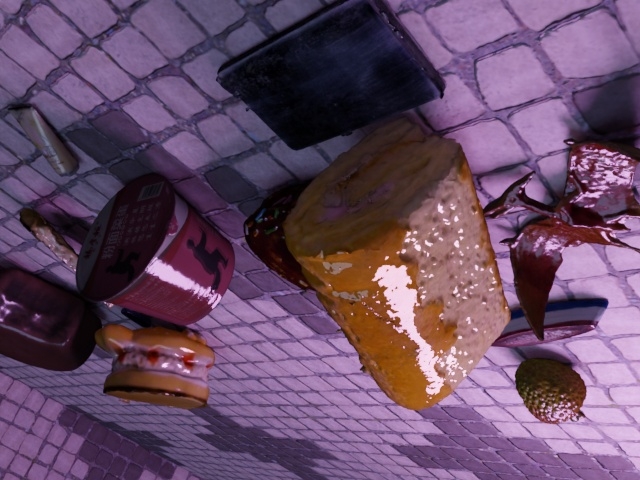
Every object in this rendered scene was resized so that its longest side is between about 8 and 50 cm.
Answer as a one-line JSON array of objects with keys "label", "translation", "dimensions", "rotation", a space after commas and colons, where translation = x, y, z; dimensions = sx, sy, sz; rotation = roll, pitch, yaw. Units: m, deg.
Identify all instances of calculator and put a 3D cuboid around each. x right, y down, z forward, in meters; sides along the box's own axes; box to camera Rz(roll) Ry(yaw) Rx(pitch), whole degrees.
[{"label": "calculator", "translation": [0.004, -0.190, 0.790], "dimensions": [0.262, 0.021, 0.161], "rotation": [-11, 137, 42]}]

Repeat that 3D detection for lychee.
[{"label": "lychee", "translation": [0.412, 0.270, 1.174], "dimensions": [0.146, 0.114, 0.114], "rotation": [42, 148, 2]}]

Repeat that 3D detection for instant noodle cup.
[{"label": "instant noodle cup", "translation": [-0.270, 0.031, 1.117], "dimensions": [0.235, 0.234, 0.178], "rotation": [-7, 148, 38]}]

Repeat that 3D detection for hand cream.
[{"label": "hand cream", "translation": [-0.454, -0.164, 1.094], "dimensions": [0.061, 0.039, 0.143], "rotation": [3, 140, 31]}]

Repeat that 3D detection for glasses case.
[{"label": "glasses case", "translation": [-0.463, 0.191, 1.658], "dimensions": [0.034, 0.023, 0.083], "rotation": [-19, 131, 44]}]

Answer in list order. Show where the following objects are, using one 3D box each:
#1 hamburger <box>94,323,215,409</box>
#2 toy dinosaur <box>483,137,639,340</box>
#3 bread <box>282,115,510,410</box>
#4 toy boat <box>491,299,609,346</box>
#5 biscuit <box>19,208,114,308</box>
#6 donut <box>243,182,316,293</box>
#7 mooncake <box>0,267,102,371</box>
[{"label": "hamburger", "translation": [-0.416, 0.309, 1.644], "dimensions": [0.303, 0.186, 0.261], "rotation": [12, 157, -23]}, {"label": "toy dinosaur", "translation": [0.316, -0.010, 0.796], "dimensions": [0.207, 0.112, 0.327], "rotation": [31, 146, -16]}, {"label": "bread", "translation": [0.113, 0.052, 0.870], "dimensions": [0.165, 0.236, 0.375], "rotation": [37, 165, 44]}, {"label": "toy boat", "translation": [0.360, 0.137, 1.065], "dimensions": [0.080, 0.045, 0.229], "rotation": [38, 147, -20]}, {"label": "biscuit", "translation": [-0.532, 0.020, 1.360], "dimensions": [0.187, 0.036, 0.273], "rotation": [34, 161, 39]}, {"label": "donut", "translation": [0.000, 0.000, 1.021], "dimensions": [0.235, 0.089, 0.235], "rotation": [16, 148, 10]}, {"label": "mooncake", "translation": [-0.747, 0.197, 1.697], "dimensions": [0.326, 0.174, 0.333], "rotation": [11, 145, 10]}]
